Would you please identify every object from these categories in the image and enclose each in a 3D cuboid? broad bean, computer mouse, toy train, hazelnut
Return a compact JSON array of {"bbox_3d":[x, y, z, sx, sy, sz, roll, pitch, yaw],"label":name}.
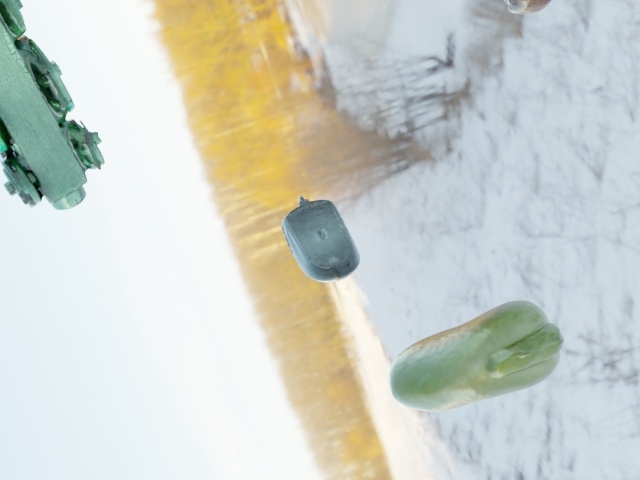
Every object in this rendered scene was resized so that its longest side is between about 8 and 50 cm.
[{"bbox_3d":[0.150,0.118,0.958,0.082,0.174,0.124,62,-161,1],"label":"broad bean"},{"bbox_3d":[0.001,0.005,1.798,0.229,0.113,0.068,-117,10,-46],"label":"computer mouse"},{"bbox_3d":[-0.206,-0.101,0.646,0.104,0.071,0.178,38,155,50],"label":"toy train"},{"bbox_3d":[0.347,-0.416,1.666,0.086,0.086,0.086,-19,-90,-89],"label":"hazelnut"}]
